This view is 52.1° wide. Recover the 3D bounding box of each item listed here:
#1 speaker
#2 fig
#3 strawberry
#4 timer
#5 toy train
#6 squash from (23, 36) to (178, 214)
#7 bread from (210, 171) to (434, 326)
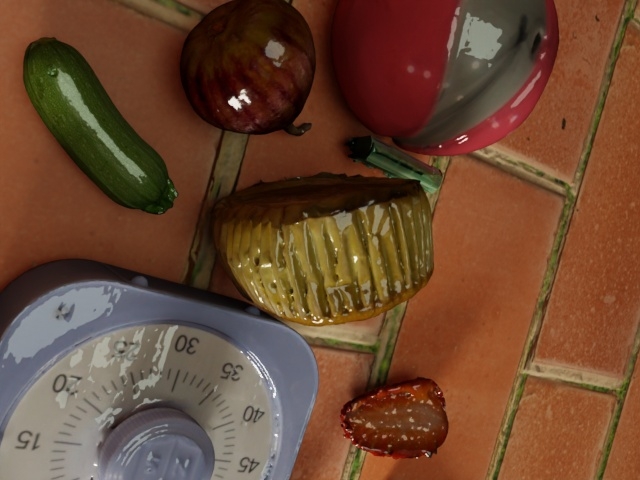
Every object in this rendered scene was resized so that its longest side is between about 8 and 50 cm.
[{"bbox_3d":[0.154,-0.260,0.853,0.294,0.294,0.294,-6,102,-31],"label":"speaker"},{"bbox_3d":[-0.082,-0.179,0.744,0.149,0.148,0.202,7,134,0],"label":"fig"},{"bbox_3d":[0.105,0.264,0.984,0.188,0.082,0.121,10,74,-24],"label":"strawberry"},{"bbox_3d":[-0.201,0.230,0.721,0.395,0.173,0.395,-7,103,-32],"label":"timer"},{"bbox_3d":[0.099,-0.107,0.906,0.148,0.071,0.038,20,88,-33],"label":"toy train"},{"bbox_3d":[-0.234,-0.112,0.696,0.077,0.068,0.219,-48,121,-21],"label":"squash"},{"bbox_3d":[0.000,0.000,0.758,0.227,0.253,0.142,-23,107,-31],"label":"bread"}]
